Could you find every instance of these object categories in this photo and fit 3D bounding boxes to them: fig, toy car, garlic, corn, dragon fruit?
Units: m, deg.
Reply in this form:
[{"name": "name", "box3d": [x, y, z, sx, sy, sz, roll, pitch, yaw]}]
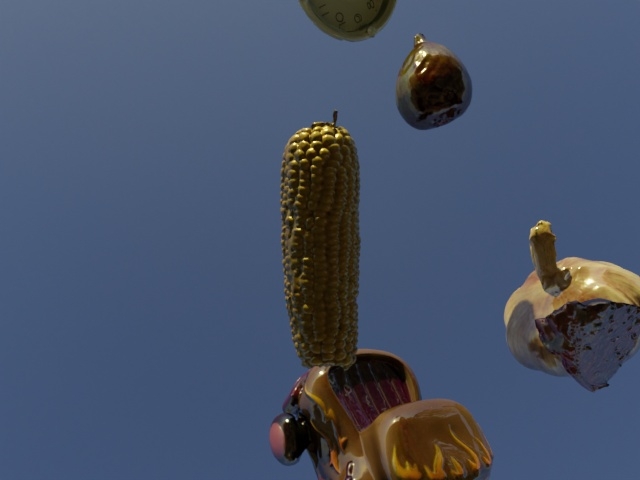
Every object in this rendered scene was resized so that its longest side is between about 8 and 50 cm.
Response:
[{"name": "fig", "box3d": [0.155, -0.236, 0.849, 0.109, 0.103, 0.154, -6, -112, -25]}, {"name": "toy car", "box3d": [0.095, 0.293, 0.876, 0.272, 0.240, 0.340, 1, -137, -32]}, {"name": "garlic", "box3d": [0.411, 0.084, 0.986, 0.245, 0.245, 0.253, -27, -77, 0]}, {"name": "corn", "box3d": [0.000, 0.000, 0.721, 0.102, 0.101, 0.310, 0, -91, 2]}, {"name": "dragon fruit", "box3d": [0.223, 0.078, 0.525, 0.131, 0.063, 0.097, 14, -66, -37]}]

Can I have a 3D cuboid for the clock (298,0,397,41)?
[{"name": "clock", "box3d": [0.039, -0.475, 1.060, 0.237, 0.053, 0.236, -6, -79, -31]}]
